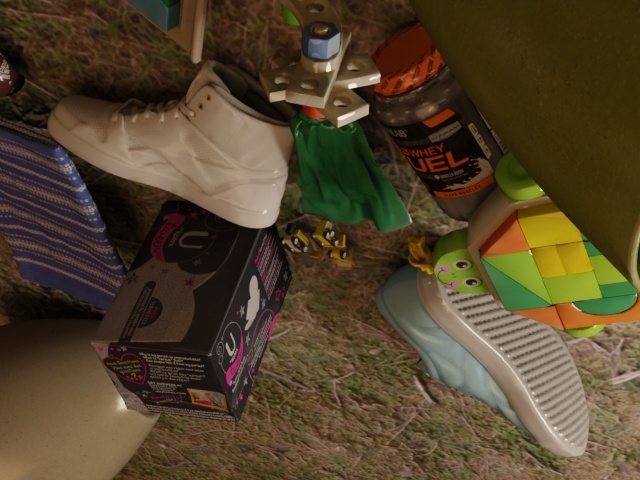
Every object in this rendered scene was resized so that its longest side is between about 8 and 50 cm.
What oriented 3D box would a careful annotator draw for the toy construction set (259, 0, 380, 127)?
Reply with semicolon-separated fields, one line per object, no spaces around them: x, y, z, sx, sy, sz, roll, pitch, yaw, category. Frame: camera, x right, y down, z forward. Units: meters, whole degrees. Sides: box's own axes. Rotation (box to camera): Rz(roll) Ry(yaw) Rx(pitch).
0.006;-0.268;0.730;0.215;0.151;0.327;29;128;23;toy construction set

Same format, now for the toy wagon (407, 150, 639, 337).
0.252;0.010;0.869;0.344;0.068;0.267;-11;139;23;toy wagon

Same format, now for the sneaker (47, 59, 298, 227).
-0.163;-0.145;1.004;0.293;0.108;0.169;22;125;2;sneaker

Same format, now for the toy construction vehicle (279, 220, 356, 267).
0.000;0.000;1.116;0.086;0.035;0.098;1;156;34;toy construction vehicle

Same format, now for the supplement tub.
0.131;-0.120;0.892;0.117;0.117;0.190;-16;128;34;supplement tub

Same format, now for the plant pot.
0.198;-0.159;0.609;0.293;0.275;0.274;45;152;33;plant pot

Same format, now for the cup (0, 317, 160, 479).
-0.393;0.251;1.385;0.237;0.331;0.331;-27;126;8;cup

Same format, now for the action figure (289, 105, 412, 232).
0.021;-0.092;0.971;0.137;0.063;0.232;2;153;15;action figure

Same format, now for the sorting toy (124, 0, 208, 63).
-0.172;-0.286;0.804;0.208;0.038;0.193;44;146;18;sorting toy

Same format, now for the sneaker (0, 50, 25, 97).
-0.387;-0.237;0.984;0.162;0.106;0.281;37;147;-27;sneaker

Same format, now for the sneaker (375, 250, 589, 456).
0.215;0.154;1.166;0.150;0.135;0.366;-20;117;46;sneaker

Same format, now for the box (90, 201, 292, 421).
-0.155;0.082;1.119;0.163;0.247;0.142;3;135;17;box

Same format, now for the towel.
-0.375;-0.028;1.185;0.243;0.040;0.336;19;144;27;towel
